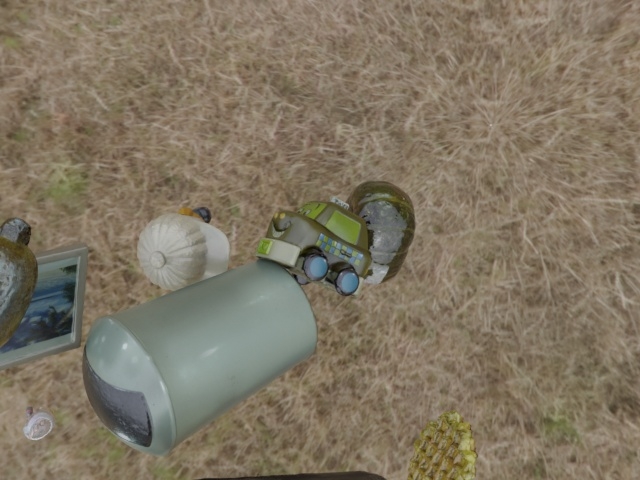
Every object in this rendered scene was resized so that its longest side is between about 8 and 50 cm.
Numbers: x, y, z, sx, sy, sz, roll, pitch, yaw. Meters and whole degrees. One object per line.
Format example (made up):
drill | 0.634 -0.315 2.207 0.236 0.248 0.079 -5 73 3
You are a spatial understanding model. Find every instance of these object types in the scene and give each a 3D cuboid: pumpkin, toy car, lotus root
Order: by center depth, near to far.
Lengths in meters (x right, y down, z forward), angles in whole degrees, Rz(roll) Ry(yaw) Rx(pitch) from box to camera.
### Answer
lotus root | -0.445 0.059 0.985 0.088 0.113 0.191 17 81 43
toy car | 0.000 0.000 1.563 0.248 0.204 0.198 26 81 -31
pumpkin | 0.113 -0.028 1.746 0.190 0.260 0.260 9 102 -18

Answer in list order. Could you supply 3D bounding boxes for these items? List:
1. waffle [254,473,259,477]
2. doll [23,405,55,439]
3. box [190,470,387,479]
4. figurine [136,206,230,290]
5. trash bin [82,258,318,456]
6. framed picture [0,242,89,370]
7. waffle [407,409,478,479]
waffle | -0.228 0.462 1.153 0.260 0.293 0.068 -16 92 6
doll | -0.694 0.442 1.778 0.073 0.127 0.084 -37 94 -5
box | -0.076 0.243 0.421 0.351 0.359 0.090 0 96 -14
figurine | -0.336 0.012 1.745 0.205 0.332 0.185 -17 102 -12
trash bin | -0.243 0.221 1.422 0.280 0.432 0.280 26 128 39
framed picture | -0.543 0.132 1.207 0.024 0.315 0.231 38 128 34
waffle | 0.284 0.540 1.739 0.059 0.243 0.238 24 141 -23
